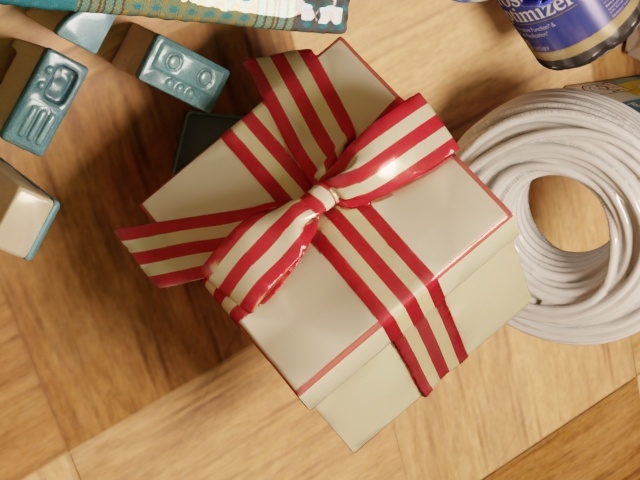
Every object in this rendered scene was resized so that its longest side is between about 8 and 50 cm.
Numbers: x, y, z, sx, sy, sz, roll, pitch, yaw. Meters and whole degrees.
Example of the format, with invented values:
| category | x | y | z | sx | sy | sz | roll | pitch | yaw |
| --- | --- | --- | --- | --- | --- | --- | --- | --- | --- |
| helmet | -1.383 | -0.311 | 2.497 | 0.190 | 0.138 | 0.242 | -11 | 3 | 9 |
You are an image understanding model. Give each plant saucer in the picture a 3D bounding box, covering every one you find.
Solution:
| category | x | y | z | sx | sy | sz | roll | pitch | yaw |
| --- | --- | --- | --- | --- | --- | --- | --- | --- | --- |
| plant saucer | -0.052 | -0.082 | 1.474 | 0.192 | 0.018 | 0.067 | 4 | 109 | -36 |

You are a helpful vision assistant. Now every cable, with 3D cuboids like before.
| category | x | y | z | sx | sy | sz | roll | pitch | yaw |
| --- | --- | --- | --- | --- | --- | --- | --- | --- | --- |
| cable | 0.237 | -0.020 | 1.558 | 0.257 | 0.257 | 0.089 | -51 | 176 | 35 |

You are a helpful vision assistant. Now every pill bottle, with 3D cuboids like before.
| category | x | y | z | sx | sy | sz | roll | pitch | yaw |
| --- | --- | --- | --- | --- | --- | --- | --- | --- | --- |
| pill bottle | 0.202 | -0.276 | 1.487 | 0.123 | 0.123 | 0.219 | -45 | 116 | -10 |

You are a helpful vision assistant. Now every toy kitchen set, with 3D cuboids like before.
| category | x | y | z | sx | sy | sz | roll | pitch | yaw |
| --- | --- | --- | --- | --- | --- | --- | --- | --- | --- |
| toy kitchen set | -0.182 | -0.080 | 1.312 | 0.166 | 0.122 | 0.207 | 25 | 95 | -40 |

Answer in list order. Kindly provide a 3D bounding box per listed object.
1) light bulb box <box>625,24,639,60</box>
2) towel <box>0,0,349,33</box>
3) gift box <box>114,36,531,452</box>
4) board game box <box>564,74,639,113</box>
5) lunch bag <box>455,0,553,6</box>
| category | x | y | z | sx | sy | sz | roll | pitch | yaw |
| --- | --- | --- | --- | --- | --- | --- | --- | --- | --- |
| light bulb box | 0.572 | -0.253 | 1.621 | 0.361 | 0.358 | 0.225 | -9 | 118 | -33 |
| towel | -0.131 | -0.308 | 1.243 | 0.370 | 0.040 | 0.272 | 2 | 102 | -27 |
| gift box | 0.000 | 0.000 | 1.366 | 0.255 | 0.276 | 0.258 | -44 | 158 | -6 |
| board game box | 0.458 | -0.112 | 1.672 | 0.336 | 0.253 | 0.079 | -12 | 117 | -32 |
| lunch bag | 0.195 | -0.328 | 1.351 | 0.303 | 0.115 | 0.243 | -20 | 98 | -23 |
